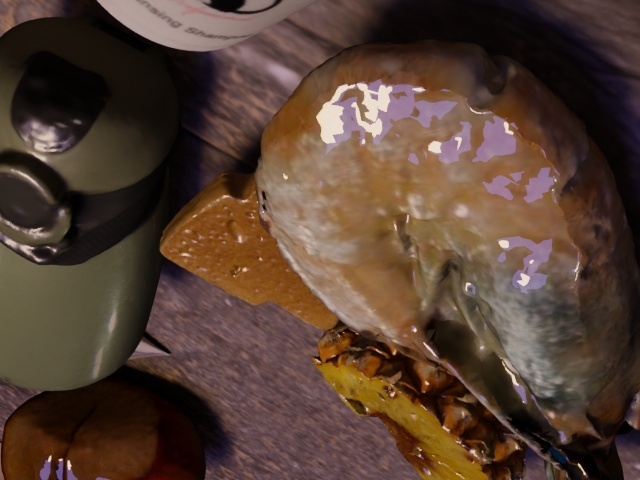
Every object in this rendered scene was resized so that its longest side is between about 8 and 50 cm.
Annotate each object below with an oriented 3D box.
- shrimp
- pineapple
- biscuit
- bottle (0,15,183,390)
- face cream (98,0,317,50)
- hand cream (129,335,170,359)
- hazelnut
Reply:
[{"bbox_3d":[0.111,0.050,0.766,0.221,0.110,0.446,-12,131,26],"label":"shrimp"},{"bbox_3d":[0.106,0.145,0.951,0.135,0.079,0.233,-17,124,47],"label":"pineapple"},{"bbox_3d":[0.000,0.000,0.839,0.238,0.041,0.212,4,140,14],"label":"biscuit"},{"bbox_3d":[-0.193,-0.025,0.885,0.168,0.168,0.347,29,145,3],"label":"bottle"},{"bbox_3d":[0.034,-0.199,0.475,0.145,0.145,0.369,45,146,-22],"label":"face cream"},{"bbox_3d":[-0.228,0.088,1.182,0.084,0.053,0.142,-10,140,46],"label":"hand cream"},{"bbox_3d":[-0.230,0.240,1.266,0.212,0.181,0.181,10,123,14],"label":"hazelnut"}]
